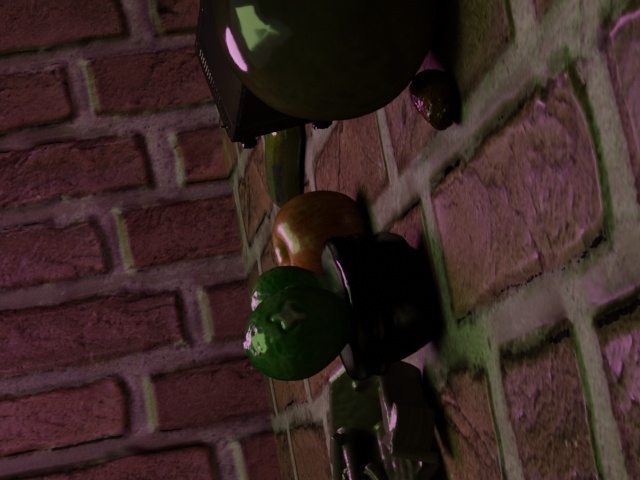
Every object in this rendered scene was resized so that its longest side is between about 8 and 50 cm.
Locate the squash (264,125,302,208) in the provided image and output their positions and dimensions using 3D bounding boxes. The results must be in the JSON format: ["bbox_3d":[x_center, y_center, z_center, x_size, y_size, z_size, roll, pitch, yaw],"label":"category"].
[{"bbox_3d":[-0.062,-0.137,2.645,0.229,0.066,0.066,90,167,-52],"label":"squash"}]

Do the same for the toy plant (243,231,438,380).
[{"bbox_3d":[0.015,0.086,1.834,0.218,0.235,0.175,-127,28,-71],"label":"toy plant"}]

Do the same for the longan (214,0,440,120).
[{"bbox_3d":[0.010,-0.230,1.606,0.246,0.246,0.215,-116,33,-62],"label":"longan"}]

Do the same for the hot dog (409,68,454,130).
[{"bbox_3d":[0.117,-0.146,1.596,0.083,0.035,0.058,-118,21,-65],"label":"hot dog"}]

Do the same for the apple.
[{"bbox_3d":[0.000,0.000,2.177,0.146,0.131,0.146,170,90,-75],"label":"apple"}]

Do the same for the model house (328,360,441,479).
[{"bbox_3d":[0.086,0.268,1.946,0.188,0.122,0.229,-111,18,-44],"label":"model house"}]

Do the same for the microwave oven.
[{"bbox_3d":[-0.055,-0.269,2.094,0.247,0.188,0.178,110,144,-64],"label":"microwave oven"}]
